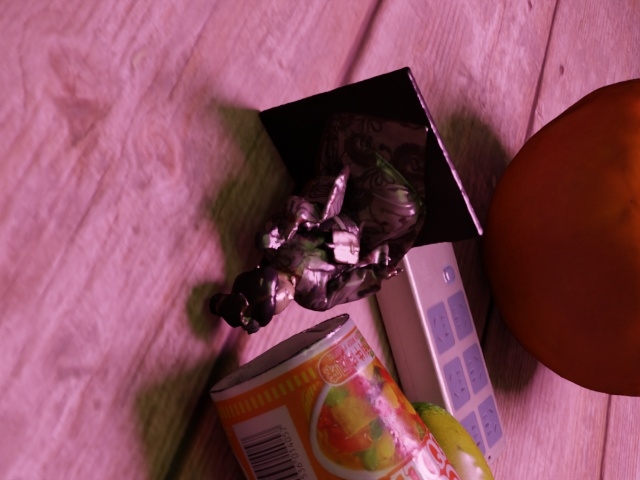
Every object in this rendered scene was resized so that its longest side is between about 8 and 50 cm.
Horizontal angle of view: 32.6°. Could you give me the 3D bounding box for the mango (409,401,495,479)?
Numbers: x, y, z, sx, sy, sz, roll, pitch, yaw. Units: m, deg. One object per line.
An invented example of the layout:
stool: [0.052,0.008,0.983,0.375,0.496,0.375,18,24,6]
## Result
mango: [0.101,0.223,0.929,0.119,0.100,0.178,22,53,-50]

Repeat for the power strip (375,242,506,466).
power strip: [0.112,0.101,1.045,0.118,0.046,0.270,-20,94,-58]

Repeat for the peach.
peach: [0.335,0.003,1.193,0.343,0.302,0.342,8,72,-26]

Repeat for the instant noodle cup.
instant noodle cup: [0.012,0.159,0.773,0.168,0.168,0.185,-30,94,-57]

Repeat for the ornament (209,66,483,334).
ornament: [0.000,0.000,0.834,0.196,0.153,0.166,-49,119,-42]
